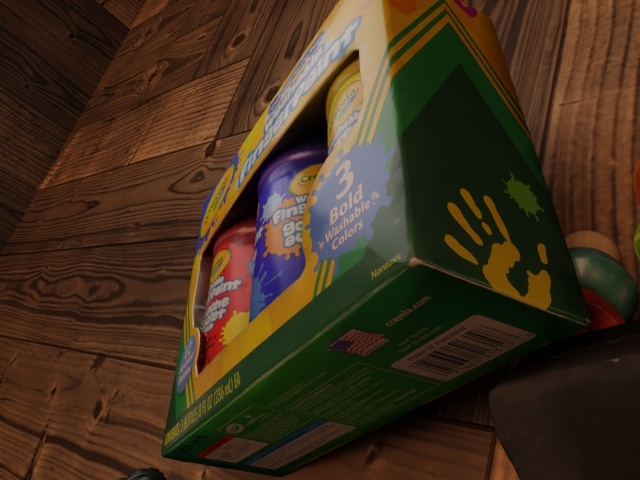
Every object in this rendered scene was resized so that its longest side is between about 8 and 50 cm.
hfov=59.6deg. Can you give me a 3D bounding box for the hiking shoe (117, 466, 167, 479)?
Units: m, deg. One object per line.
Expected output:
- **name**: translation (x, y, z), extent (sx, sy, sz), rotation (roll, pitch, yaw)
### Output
- **hiking shoe**: translation (-0.270, 0.445, 0.704), extent (0.132, 0.113, 0.304), rotation (24, 71, 20)

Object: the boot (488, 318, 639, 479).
- **boot**: translation (0.336, 0.177, 0.238), extent (0.445, 0.146, 0.366), rotation (-27, 69, 38)

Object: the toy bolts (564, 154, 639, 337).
- **toy bolts**: translation (0.285, 0.027, 0.445), extent (0.228, 0.218, 0.158), rotation (-40, 8, 42)

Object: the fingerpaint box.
- **fingerpaint box**: translation (0.000, 0.000, 0.595), extent (0.445, 0.163, 0.370), rotation (-44, 34, 44)
